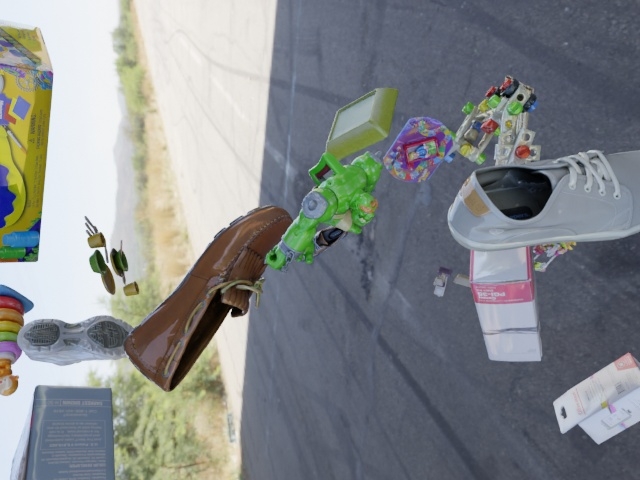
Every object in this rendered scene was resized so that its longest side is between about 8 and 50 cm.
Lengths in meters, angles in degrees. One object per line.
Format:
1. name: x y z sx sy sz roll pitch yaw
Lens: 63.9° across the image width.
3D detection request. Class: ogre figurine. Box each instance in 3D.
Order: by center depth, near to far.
1. ogre figurine: 0.015 -0.044 0.648 0.097 0.196 0.118 60 149 21

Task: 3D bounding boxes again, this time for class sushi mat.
1. sushi mat: 0.536 -0.286 1.439 0.151 0.019 0.317 -106 8 -56

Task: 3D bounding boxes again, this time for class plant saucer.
1. plant saucer: 0.091 -0.291 1.256 0.188 0.045 0.188 -20 40 37

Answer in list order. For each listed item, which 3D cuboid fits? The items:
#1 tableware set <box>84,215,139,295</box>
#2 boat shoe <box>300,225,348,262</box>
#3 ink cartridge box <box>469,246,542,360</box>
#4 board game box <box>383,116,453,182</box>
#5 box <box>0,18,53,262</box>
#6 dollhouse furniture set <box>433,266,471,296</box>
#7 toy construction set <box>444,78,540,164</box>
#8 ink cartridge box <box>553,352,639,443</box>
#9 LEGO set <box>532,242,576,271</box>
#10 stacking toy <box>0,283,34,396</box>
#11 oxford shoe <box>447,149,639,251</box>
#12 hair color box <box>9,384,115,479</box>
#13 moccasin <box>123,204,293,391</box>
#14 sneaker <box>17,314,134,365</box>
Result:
1. tableware set: -0.304 0.036 0.760 0.154 0.024 0.104 86 166 -59
2. boat shoe: 0.000 0.000 1.481 0.066 0.183 0.066 55 177 3
3. ink cartridge box: 0.404 0.102 1.111 0.207 0.117 0.283 -73 -32 -41
4. board game box: 0.234 -0.203 1.208 0.169 0.133 0.033 -56 21 29
5. box: -0.514 -0.133 0.655 0.177 0.279 0.290 52 132 41
6. dollhouse furniture set: 0.372 0.140 1.427 0.091 0.114 0.081 -43 -34 -62
7. toy construction set: 0.420 -0.271 1.264 0.215 0.151 0.328 -53 20 5
8. ink cartridge box: 0.593 0.337 1.068 0.198 0.067 0.115 -45 3 25
9. LEGO set: 0.639 0.014 1.468 0.132 0.107 0.287 43 177 15
10. stacking toy: -0.854 0.281 1.358 0.302 0.175 0.166 55 173 32
11. oxford shoe: 0.443 -0.087 0.887 0.130 0.448 0.169 86 172 -52
12. hair color box: -0.346 0.397 0.669 0.186 0.113 0.375 -61 35 25
13. moccasin: -0.173 0.094 0.917 0.146 0.380 0.139 33 156 20
14. sneaker: -0.495 0.216 1.073 0.115 0.231 0.091 122 149 -50
